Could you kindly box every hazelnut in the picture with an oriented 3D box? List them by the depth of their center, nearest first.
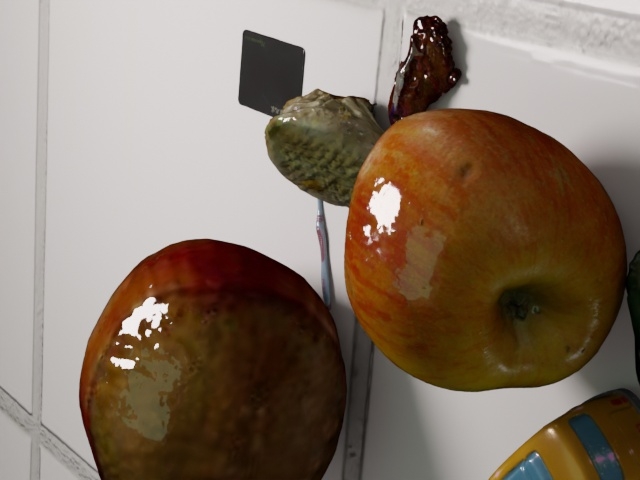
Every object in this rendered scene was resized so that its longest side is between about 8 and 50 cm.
[{"bbox_3d":[-0.145,0.201,1.839,0.421,0.353,0.420,161,90,-78],"label":"hazelnut"}]

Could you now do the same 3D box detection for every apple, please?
[{"bbox_3d":[0.176,0.017,1.404,0.301,0.302,0.301,14,107,53],"label":"apple"}]

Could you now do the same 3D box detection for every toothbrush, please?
[{"bbox_3d":[0.000,0.000,1.867,0.013,0.019,0.193,-3,96,54],"label":"toothbrush"}]

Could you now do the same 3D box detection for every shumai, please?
[{"bbox_3d":[0.028,-0.126,1.731,0.201,0.201,0.120,-16,42,54],"label":"shumai"}]

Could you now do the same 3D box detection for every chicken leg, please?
[{"bbox_3d":[0.120,-0.170,1.649,0.093,0.053,0.205,30,124,32],"label":"chicken leg"}]

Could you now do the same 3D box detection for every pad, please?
[{"bbox_3d":[-0.071,-0.231,1.936,0.157,0.003,0.112,26,117,49],"label":"pad"}]

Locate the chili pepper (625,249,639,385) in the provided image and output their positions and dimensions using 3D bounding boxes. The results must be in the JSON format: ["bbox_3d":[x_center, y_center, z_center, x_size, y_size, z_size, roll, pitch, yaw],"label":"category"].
[{"bbox_3d":[0.401,0.035,1.255,0.264,0.116,0.148,-38,54,50],"label":"chili pepper"}]

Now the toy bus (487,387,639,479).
[{"bbox_3d":[0.261,0.258,1.450,0.209,0.136,0.126,-54,53,45],"label":"toy bus"}]
